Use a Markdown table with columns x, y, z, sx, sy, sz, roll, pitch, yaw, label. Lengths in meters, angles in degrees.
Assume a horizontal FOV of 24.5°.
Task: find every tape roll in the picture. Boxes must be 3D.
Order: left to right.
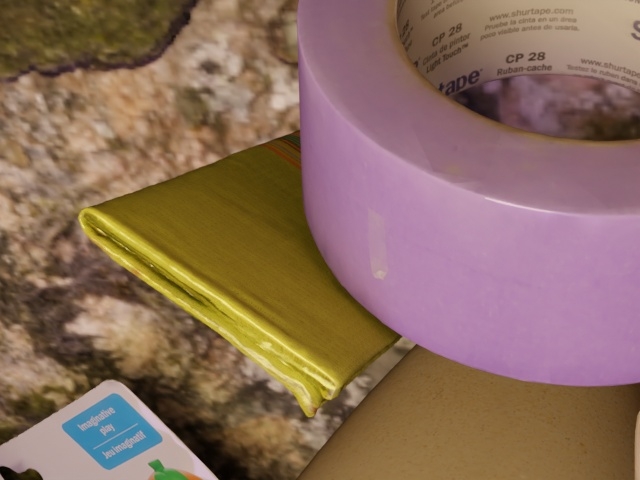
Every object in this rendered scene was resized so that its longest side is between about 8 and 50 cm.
| x | y | z | sx | sy | sz | roll | pitch | yaw | label |
| --- | --- | --- | --- | --- | --- | --- | --- | --- | --- |
| 0.086 | -0.047 | 0.506 | 0.189 | 0.189 | 0.080 | 11 | 138 | 12 | tape roll |

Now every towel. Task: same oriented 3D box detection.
| x | y | z | sx | sy | sz | roll | pitch | yaw | label |
| --- | --- | --- | --- | --- | --- | --- | --- | --- | --- |
| 0.000 | 0.000 | 0.562 | 0.102 | 0.237 | 0.021 | 33 | 109 | 10 | towel |

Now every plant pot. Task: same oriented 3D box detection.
| x | y | z | sx | sy | sz | roll | pitch | yaw | label |
| --- | --- | --- | --- | --- | --- | --- | --- | --- | --- |
| 0.070 | 0.174 | 0.675 | 0.256 | 0.274 | 0.256 | 13 | 139 | 12 | plant pot |

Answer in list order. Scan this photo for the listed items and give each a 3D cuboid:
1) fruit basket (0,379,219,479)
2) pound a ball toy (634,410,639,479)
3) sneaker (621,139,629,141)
| x | y | z | sx | sy | sz | roll | pitch | yaw | label |
| --- | --- | --- | --- | --- | --- | --- | --- | --- | --- |
| -0.094 | 0.265 | 0.925 | 0.353 | 0.165 | 0.327 | 44 | 137 | -15 | fruit basket |
| 0.270 | 0.030 | 0.500 | 0.319 | 0.136 | 0.208 | -21 | 134 | -9 | pound a ball toy |
| 0.184 | 0.063 | 0.647 | 0.262 | 0.104 | 0.125 | 35 | 140 | -14 | sneaker |
